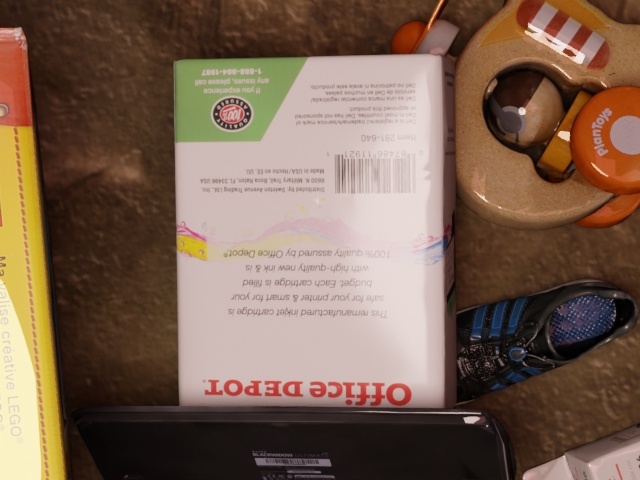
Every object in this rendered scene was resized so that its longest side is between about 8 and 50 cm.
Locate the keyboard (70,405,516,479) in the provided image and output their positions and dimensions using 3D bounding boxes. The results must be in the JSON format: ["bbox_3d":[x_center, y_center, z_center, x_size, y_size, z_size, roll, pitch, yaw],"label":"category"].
[{"bbox_3d":[-0.012,0.176,1.156,0.317,0.201,0.033,0,50,12],"label":"keyboard"}]

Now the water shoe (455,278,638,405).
[{"bbox_3d":[0.160,0.079,1.257,0.203,0.080,0.073,-23,92,-9],"label":"water shoe"}]

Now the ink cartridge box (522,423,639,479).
[{"bbox_3d":[0.280,0.213,1.279,0.198,0.067,0.115,-20,92,-9],"label":"ink cartridge box"}]

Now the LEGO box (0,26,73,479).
[{"bbox_3d":[-0.267,0.137,1.040,0.193,0.372,0.500,-5,90,-10],"label":"LEGO box"}]

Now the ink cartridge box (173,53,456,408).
[{"bbox_3d":[0.000,0.000,1.178,0.201,0.117,0.278,0,94,11],"label":"ink cartridge box"}]

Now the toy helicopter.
[{"bbox_3d":[0.163,-0.183,1.262,0.235,0.140,0.355,3,77,0],"label":"toy helicopter"}]
